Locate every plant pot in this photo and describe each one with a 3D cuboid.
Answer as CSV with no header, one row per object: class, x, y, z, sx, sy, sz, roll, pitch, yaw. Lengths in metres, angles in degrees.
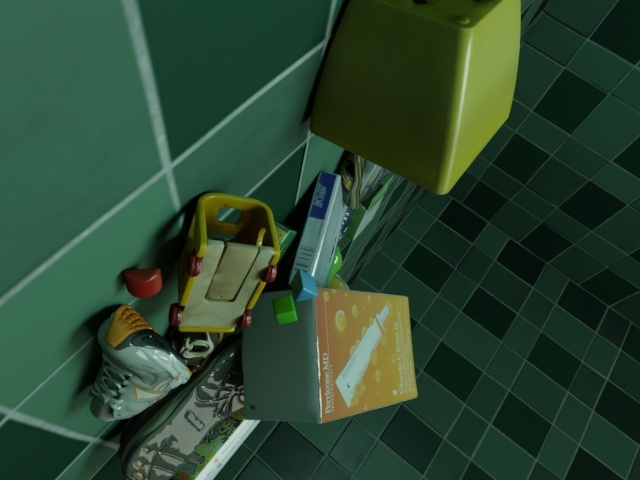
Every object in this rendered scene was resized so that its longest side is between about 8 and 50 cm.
plant pot,0.130,-0.224,0.602,0.212,0.212,0.187,-46,156,-31

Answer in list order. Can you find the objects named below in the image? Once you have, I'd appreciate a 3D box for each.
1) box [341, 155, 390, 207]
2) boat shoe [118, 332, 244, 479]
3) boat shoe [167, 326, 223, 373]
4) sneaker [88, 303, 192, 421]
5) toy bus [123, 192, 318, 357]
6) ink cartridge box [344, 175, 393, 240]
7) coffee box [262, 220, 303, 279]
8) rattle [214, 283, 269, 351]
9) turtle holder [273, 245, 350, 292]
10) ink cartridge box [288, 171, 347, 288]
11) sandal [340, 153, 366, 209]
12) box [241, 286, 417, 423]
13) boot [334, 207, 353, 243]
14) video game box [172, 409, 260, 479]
box,0.133,-0.199,1.070,0.183,0.056,0.231,-44,166,-37
boat shoe,-0.225,0.271,0.889,0.355,0.130,0.132,-39,126,-26
boat shoe,-0.206,0.169,0.761,0.073,0.073,0.207,-47,168,-38
sneaker,-0.235,0.171,0.594,0.121,0.099,0.262,-43,166,-23
toy bus,-0.125,0.036,0.589,0.202,0.104,0.191,-22,140,8
ink cartridge box,0.120,-0.101,1.320,0.109,0.062,0.209,-47,168,-30
coffee box,-0.080,0.022,0.914,0.113,0.040,0.184,-56,170,6
rattle,-0.166,0.156,1.001,0.199,0.143,0.130,85,7,-58
turtle holder,-0.029,0.169,1.230,0.227,0.243,0.320,-63,141,-48
ink cartridge box,0.000,0.000,0.966,0.224,0.045,0.223,62,42,-76
sandal,0.063,-0.134,0.980,0.180,0.049,0.072,94,9,-50
box,0.030,0.211,0.923,0.168,0.215,0.345,-12,166,35
boot,0.032,-0.043,1.152,0.086,0.069,0.190,-62,176,13
video game box,-0.242,0.360,0.933,0.187,0.205,0.048,-48,134,-34
